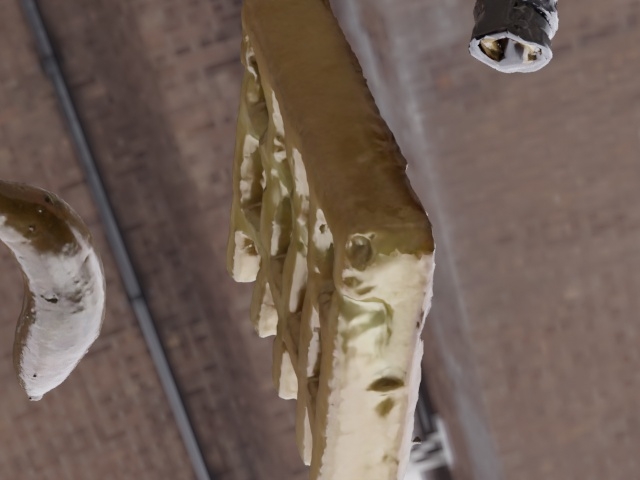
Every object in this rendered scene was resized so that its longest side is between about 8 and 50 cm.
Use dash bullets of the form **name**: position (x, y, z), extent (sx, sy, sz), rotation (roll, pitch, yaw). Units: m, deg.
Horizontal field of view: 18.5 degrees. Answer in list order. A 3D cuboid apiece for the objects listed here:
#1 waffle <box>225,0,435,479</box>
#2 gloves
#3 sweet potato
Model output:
- **waffle**: position (0.001, 0.000, 1.458), extent (0.077, 0.304, 0.348), rotation (-7, -140, -13)
- **gloves**: position (0.219, -0.289, 1.809), extent (0.119, 0.142, 0.285), rotation (32, -106, 3)
- **sweet potato**: position (-0.235, 0.028, 1.630), extent (0.108, 0.346, 0.079), rotation (-17, -131, -3)
